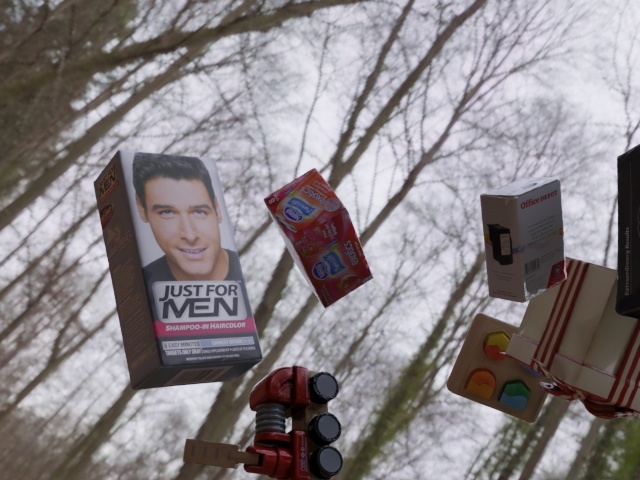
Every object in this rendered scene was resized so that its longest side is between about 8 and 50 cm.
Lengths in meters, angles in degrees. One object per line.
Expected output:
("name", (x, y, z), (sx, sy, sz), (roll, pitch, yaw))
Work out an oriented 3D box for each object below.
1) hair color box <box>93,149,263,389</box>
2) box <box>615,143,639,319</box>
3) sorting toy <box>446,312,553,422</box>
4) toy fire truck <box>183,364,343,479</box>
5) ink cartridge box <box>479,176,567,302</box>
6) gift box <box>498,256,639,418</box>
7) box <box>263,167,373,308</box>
("hair color box", (-0.238, 0.044, 1.489), (0.113, 0.185, 0.375), (-39, -121, 45))
("box", (0.656, -0.046, 1.380), (0.211, 0.294, 0.395), (14, -21, -18))
("sorting toy", (0.399, 0.277, 1.950), (0.208, 0.038, 0.193), (22, -76, 4))
("toy fire truck", (-0.106, 0.342, 1.648), (0.246, 0.217, 0.158), (14, -33, -26))
("ink cartridge box", (0.328, -0.005, 1.459), (0.072, 0.127, 0.175), (9, -68, 48))
("gift box", (0.504, 0.183, 1.709), (0.276, 0.258, 0.255), (21, 0, -17))
("box", (0.000, 0.000, 1.757), (0.128, 0.122, 0.257), (55, -6, 35))
